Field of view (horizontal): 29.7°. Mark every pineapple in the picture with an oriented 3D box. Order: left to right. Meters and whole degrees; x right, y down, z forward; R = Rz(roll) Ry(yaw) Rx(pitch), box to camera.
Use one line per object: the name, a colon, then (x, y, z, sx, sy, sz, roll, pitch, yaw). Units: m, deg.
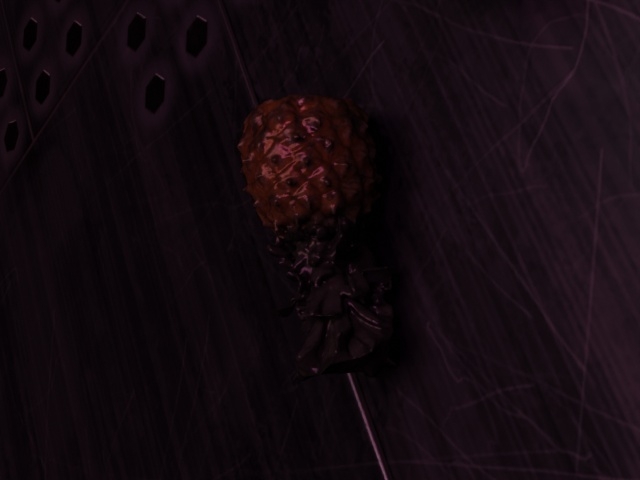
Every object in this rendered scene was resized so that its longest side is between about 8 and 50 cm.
pineapple: (0.000, 0.000, 1.054, 0.128, 0.128, 0.248, -24, 70, 47)
